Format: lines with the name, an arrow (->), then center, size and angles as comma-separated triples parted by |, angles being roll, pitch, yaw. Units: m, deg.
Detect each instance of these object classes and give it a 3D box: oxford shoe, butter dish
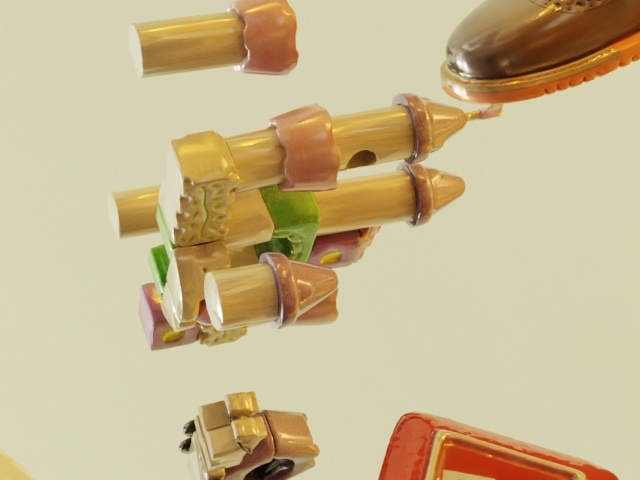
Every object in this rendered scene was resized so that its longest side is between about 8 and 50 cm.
oxford shoe -> 0.207, -0.223, 1.052 | 0.130, 0.363, 0.133 | 26, -30, 51
butter dish -> 0.104, 0.211, 1.043 | 0.160, 0.160, 0.118 | 17, -51, 3

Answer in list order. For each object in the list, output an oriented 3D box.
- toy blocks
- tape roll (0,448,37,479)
toy blocks -> 0.000, 0.000, 1.251 | 0.260, 0.309, 0.288 | -10, -31, -19
tape roll -> -0.354, 0.270, 1.396 | 0.286, 0.286, 0.100 | 35, -72, -6
